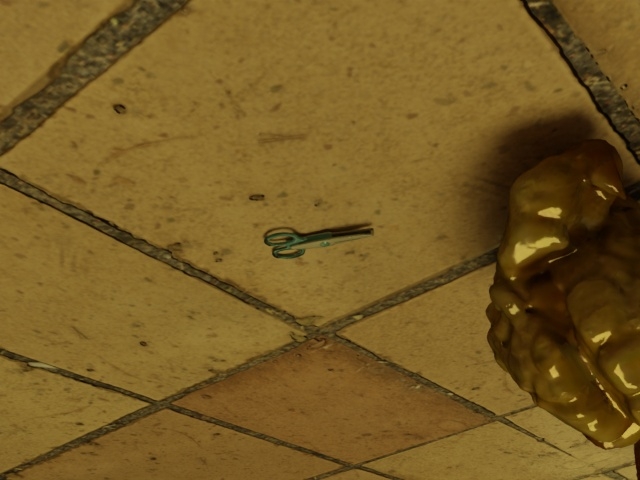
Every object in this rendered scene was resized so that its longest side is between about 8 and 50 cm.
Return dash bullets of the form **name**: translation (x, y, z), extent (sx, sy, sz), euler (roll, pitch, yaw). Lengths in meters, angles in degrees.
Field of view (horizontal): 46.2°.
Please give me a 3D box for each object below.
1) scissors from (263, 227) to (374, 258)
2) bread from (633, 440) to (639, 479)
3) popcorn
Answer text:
- **scissors**: translation (0.000, 0.000, 0.819), extent (0.119, 0.014, 0.058), euler (-8, 150, 10)
- **bread**: translation (0.756, 0.417, 1.357), extent (0.358, 0.204, 0.337), euler (-2, 158, -7)
- **popcorn**: translation (0.266, 0.061, 0.740), extent (0.225, 0.265, 0.332), euler (-13, 127, 20)
